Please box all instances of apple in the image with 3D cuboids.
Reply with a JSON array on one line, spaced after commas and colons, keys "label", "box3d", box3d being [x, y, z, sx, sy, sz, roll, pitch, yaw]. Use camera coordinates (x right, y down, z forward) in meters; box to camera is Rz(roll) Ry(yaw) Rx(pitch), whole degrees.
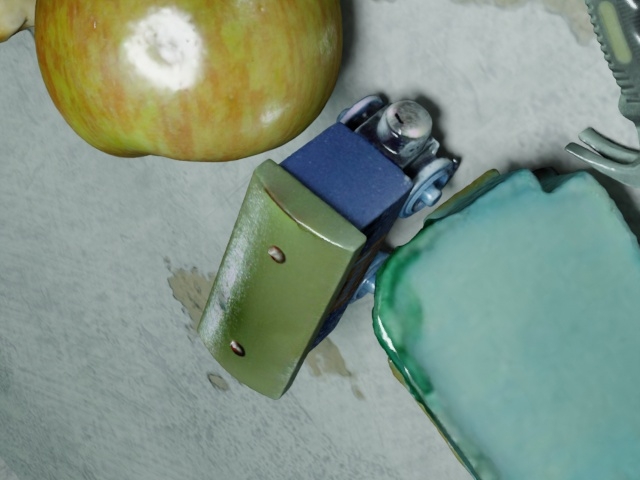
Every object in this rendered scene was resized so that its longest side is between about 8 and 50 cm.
[{"label": "apple", "box3d": [-0.113, -0.192, 1.008, 0.264, 0.264, 0.264, 28, 139, 27]}]

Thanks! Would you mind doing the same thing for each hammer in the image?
[{"label": "hammer", "box3d": [0.234, -0.138, 0.860, 0.158, 0.041, 0.226, 1, 123, 44]}]

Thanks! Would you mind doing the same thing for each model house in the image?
[{"label": "model house", "box3d": [0.162, 0.088, 1.026, 0.280, 0.230, 0.249, 56, 168, -5]}]

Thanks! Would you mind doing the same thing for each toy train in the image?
[{"label": "toy train", "box3d": [0.000, 0.000, 1.095, 0.131, 0.202, 0.300, 41, 144, 13]}]

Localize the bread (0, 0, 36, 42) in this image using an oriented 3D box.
[{"label": "bread", "box3d": [-0.420, -0.288, 1.140, 0.390, 0.371, 0.279, -5, 119, 48]}]
